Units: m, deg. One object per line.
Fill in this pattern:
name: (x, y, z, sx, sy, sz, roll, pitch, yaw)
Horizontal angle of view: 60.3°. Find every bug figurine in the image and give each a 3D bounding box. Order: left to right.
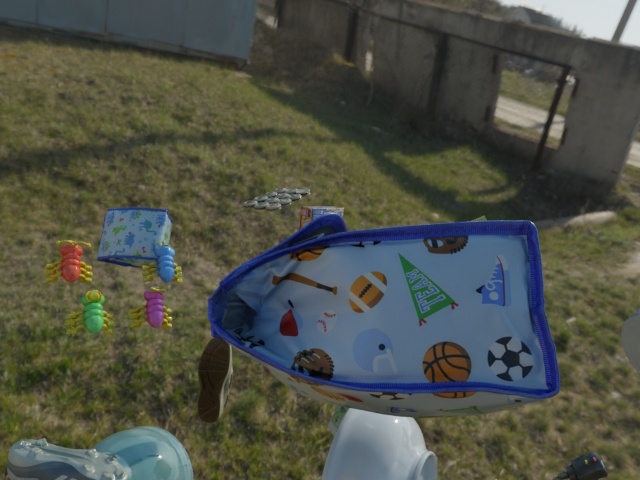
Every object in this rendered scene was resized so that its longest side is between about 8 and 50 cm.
bug figurine: (-0.405, 0.089, 1.127, 0.279, 0.072, 0.216, 1, 58, -32)

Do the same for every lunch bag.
lunch bag: (-0.431, -0.006, 1.277, 0.151, 0.096, 0.128, 5, 70, -3)
lunch bag: (0.075, 0.117, 0.750, 0.386, 0.238, 0.328, -4, -22, 9)

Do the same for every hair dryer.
hair dryer: (0.369, 0.494, 0.897, 0.294, 0.223, 0.080, -25, 9, 8)

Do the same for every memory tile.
memory tile: (-0.104, -0.101, 1.319, 0.113, 0.012, 0.148, 10, 26, 36)

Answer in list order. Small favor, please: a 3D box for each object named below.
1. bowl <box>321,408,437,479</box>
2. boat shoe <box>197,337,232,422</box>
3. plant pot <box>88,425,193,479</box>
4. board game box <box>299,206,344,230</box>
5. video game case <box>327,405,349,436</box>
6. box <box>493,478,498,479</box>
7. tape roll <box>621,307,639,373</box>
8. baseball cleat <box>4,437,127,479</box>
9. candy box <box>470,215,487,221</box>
bowl: (0.120, 0.427, 0.969, 0.134, 0.297, 0.298, 7, 18, 29)
boat shoe: (-0.349, 0.462, 1.872, 0.109, 0.302, 0.098, 10, 8, 13)
plant pot: (-0.481, 0.595, 1.312, 0.293, 0.293, 0.196, 26, -9, 23)
board game box: (0.000, 0.000, 1.578, 0.045, 0.193, 0.147, 11, 10, 39)
video game case: (0.121, 0.619, 1.896, 0.023, 0.212, 0.193, 17, 14, -38)
box: (0.385, 0.581, 1.167, 0.102, 0.087, 0.101, 31, 5, 32)
tape roll: (0.726, 0.220, 1.106, 0.072, 0.219, 0.219, -30, 44, -20)
baseball cleat: (-0.450, 0.418, 0.977, 0.206, 0.109, 0.072, 20, 12, -2)
candy box: (0.437, -0.013, 1.769, 0.187, 0.053, 0.109, -21, -7, -10)
